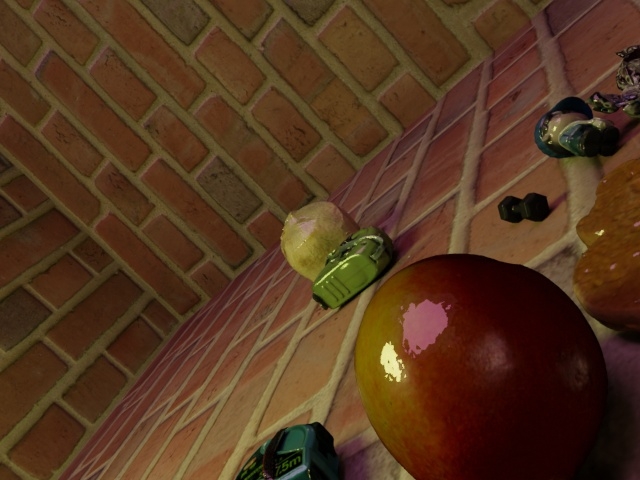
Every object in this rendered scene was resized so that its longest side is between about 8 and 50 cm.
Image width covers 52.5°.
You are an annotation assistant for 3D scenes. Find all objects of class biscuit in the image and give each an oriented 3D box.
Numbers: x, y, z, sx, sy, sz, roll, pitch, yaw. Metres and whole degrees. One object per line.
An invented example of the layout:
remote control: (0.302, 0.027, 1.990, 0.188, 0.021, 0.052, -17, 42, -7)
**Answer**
biscuit: (0.313, -0.019, 0.575, 0.202, 0.044, 0.289, -40, 8, 25)

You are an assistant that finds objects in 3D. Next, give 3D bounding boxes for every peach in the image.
peach: (0.118, 0.105, 0.482, 0.197, 0.197, 0.197, -43, 9, 8)

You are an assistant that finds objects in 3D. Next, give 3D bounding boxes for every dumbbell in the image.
dumbbell: (0.277, -0.044, 0.886, 0.036, 0.040, 0.083, -15, 3, -12)

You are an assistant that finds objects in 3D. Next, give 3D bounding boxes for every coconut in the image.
coconut: (0.000, 0.001, 1.444, 0.194, 0.194, 0.194, -43, 9, 8)

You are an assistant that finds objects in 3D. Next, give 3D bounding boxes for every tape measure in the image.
tape measure: (-0.042, 0.271, 0.732, 0.125, 0.081, 0.146, -40, 9, 12)
tape measure: (0.072, 0.039, 1.279, 0.177, 0.087, 0.154, -38, 10, 27)

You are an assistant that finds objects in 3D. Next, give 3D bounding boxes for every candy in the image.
candy: (0.442, -0.238, 0.914, 0.094, 0.051, 0.226, 15, 44, 33)

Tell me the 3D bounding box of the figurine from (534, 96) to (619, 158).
figurine: (0.360, -0.148, 0.905, 0.086, 0.087, 0.149, -8, 23, -4)
